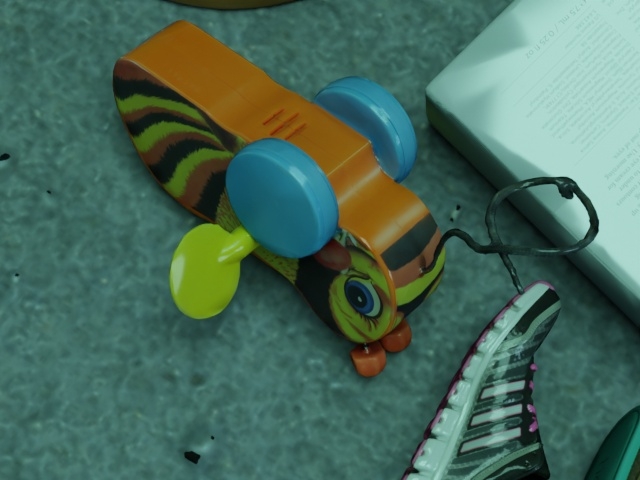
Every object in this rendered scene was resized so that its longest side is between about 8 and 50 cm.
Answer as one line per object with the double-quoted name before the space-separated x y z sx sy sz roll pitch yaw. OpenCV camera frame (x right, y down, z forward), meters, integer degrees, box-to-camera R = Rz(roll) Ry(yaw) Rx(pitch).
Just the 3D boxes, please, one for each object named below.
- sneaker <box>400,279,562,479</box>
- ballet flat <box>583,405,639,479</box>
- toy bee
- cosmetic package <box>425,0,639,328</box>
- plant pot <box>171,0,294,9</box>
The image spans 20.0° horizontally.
"sneaker" 0.106 0.106 1.055 0.075 0.063 0.170 29 75 4
"ballet flat" 0.147 0.252 0.991 0.124 0.116 0.342 35 66 1
"toy bee" 0.000 0.000 1.042 0.195 0.162 0.298 -20 45 -23
"cosmetic package" 0.293 -0.113 1.086 0.377 0.097 0.284 -44 79 -2
"plant pot" -0.051 -0.315 1.105 0.291 0.203 0.291 2 70 -7
